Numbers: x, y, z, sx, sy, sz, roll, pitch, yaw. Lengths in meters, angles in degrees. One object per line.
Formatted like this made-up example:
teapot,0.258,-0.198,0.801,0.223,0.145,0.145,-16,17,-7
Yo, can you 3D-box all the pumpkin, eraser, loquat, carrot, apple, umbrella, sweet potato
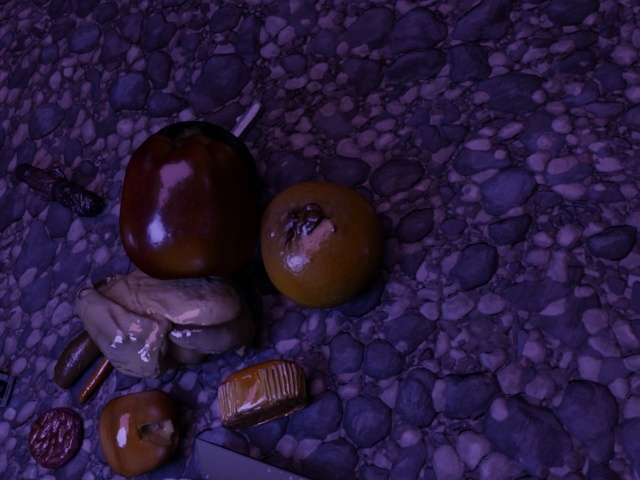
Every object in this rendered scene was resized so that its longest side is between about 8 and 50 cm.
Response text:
pumpkin,-0.317,-0.149,1.886,0.315,0.238,0.315,-7,76,30
eraser,-0.101,0.488,1.583,0.352,0.111,0.077,11,71,29
loquat,0.000,0.000,1.666,0.274,0.275,0.275,-10,64,21
carrot,-0.530,0.316,1.903,0.037,0.037,0.190,31,85,32
apple,-0.396,0.423,1.719,0.199,0.199,0.199,-10,64,21
umbrella,-0.721,-0.139,2.160,0.326,0.094,0.090,23,52,30
sweet potato,-0.572,0.254,1.927,0.077,0.077,0.244,35,86,32
apple,-0.276,-0.060,1.633,0.288,0.288,0.317,8,109,28

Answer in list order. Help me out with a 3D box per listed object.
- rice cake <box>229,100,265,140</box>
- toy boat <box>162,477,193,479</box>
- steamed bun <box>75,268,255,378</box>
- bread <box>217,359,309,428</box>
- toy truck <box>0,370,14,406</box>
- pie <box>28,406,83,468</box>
rice cake,-0.210,-0.284,2.021,0.042,0.030,0.180,35,85,20
toy boat,-0.254,0.603,1.610,0.290,0.100,0.200,11,74,29
steamed bun,-0.340,0.186,1.745,0.372,0.231,0.325,-9,30,-12
bread,-0.121,0.321,1.654,0.190,0.132,0.114,-18,62,13
toy truck,-0.911,0.362,2.008,0.242,0.125,0.101,2,68,24
pie,-0.636,0.472,1.883,0.154,0.036,0.155,-10,64,22
